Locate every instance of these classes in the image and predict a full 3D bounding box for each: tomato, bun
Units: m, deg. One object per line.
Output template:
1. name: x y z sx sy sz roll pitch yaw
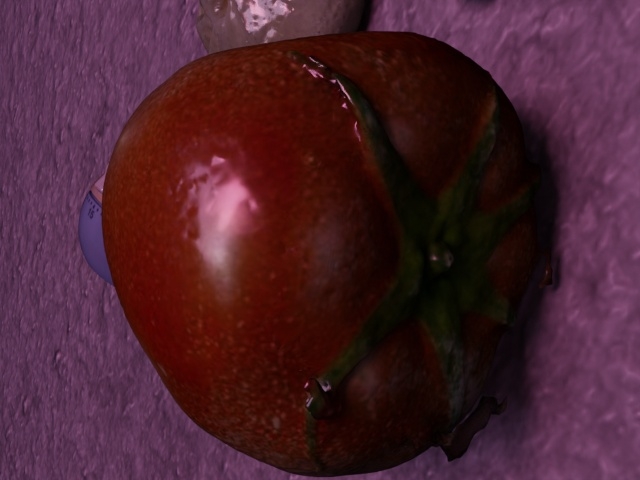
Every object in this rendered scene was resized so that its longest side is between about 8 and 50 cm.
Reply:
1. tomato: 0.000 0.000 0.539 0.239 0.303 0.304 11 98 48
2. bun: -0.048 -0.238 0.732 0.195 0.118 0.196 -7 81 51

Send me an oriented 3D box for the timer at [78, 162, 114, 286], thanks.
1. timer: -0.169 -0.057 0.839 0.175 0.175 0.256 40 118 42
